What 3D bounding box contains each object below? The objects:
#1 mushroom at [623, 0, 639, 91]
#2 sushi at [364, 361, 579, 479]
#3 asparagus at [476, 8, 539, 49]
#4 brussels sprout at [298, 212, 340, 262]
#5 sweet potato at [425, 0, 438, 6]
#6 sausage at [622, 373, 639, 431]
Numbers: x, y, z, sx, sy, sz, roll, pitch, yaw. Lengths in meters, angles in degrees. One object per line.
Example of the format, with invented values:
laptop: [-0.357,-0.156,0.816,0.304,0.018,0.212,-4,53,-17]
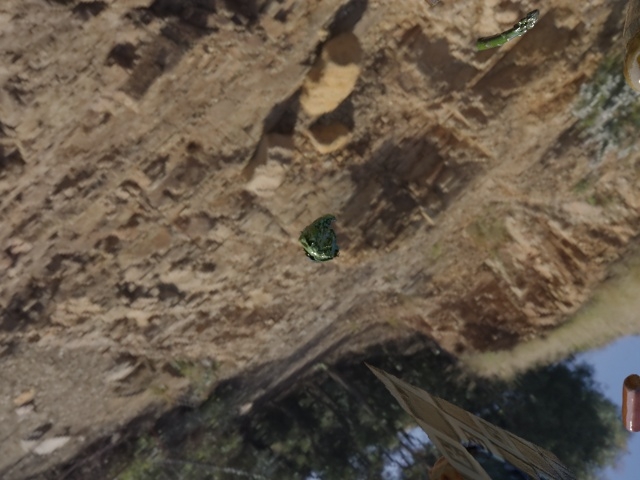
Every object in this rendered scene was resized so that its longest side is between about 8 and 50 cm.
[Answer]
mushroom: [0.383,-0.263,0.844,0.084,0.071,0.209,61,40,-49]
sushi: [0.199,0.268,0.628,0.069,0.339,0.320,-54,-142,7]
asparagus: [0.346,-0.387,1.398,0.027,0.034,0.236,-4,-177,-15]
brussels sprout: [0.000,0.000,1.167,0.058,0.085,0.085,1,-150,41]
sweet potato: [0.191,-0.487,1.387,0.049,0.117,0.049,-40,176,-4]
sausage: [0.564,0.290,1.338,0.041,0.131,0.039,-15,-145,2]
